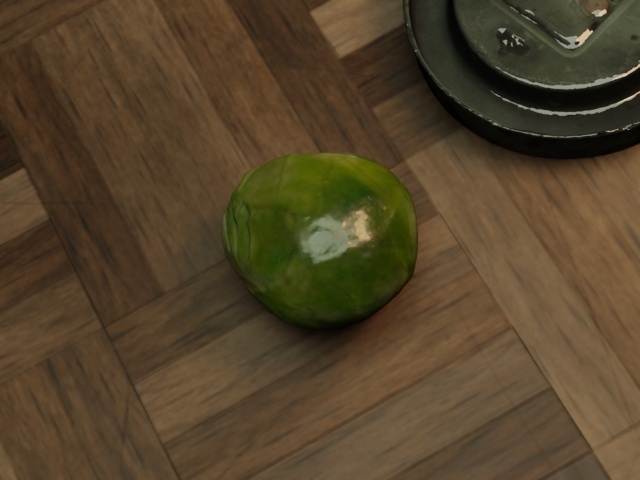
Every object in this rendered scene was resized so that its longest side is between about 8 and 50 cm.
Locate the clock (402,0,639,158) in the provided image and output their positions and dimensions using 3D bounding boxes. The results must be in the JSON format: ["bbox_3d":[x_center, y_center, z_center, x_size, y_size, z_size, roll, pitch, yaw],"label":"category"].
[{"bbox_3d":[0.240,-0.230,1.325,0.319,0.066,0.319,-3,68,7],"label":"clock"}]

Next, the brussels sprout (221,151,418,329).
[{"bbox_3d":[-0.003,0.001,1.229,0.180,0.144,0.161,-8,86,30],"label":"brussels sprout"}]
